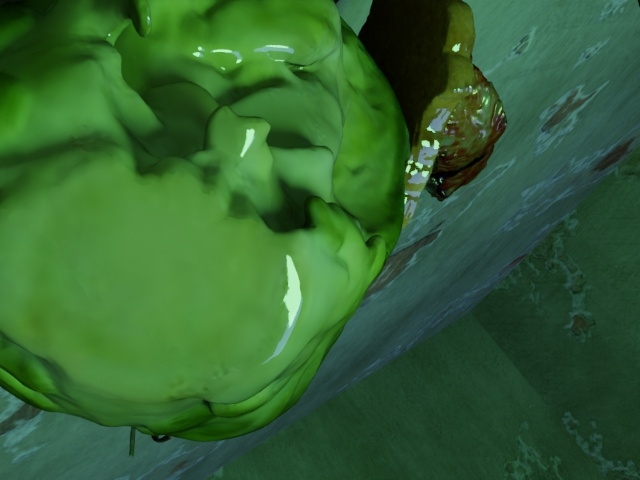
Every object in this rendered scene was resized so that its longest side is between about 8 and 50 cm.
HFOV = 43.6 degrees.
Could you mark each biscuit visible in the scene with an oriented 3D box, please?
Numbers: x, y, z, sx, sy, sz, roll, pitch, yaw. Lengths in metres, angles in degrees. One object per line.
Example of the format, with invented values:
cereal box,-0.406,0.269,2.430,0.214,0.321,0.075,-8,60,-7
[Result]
biscuit,0.066,-0.138,0.626,0.043,0.280,0.183,11,179,-27

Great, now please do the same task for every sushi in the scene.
sushi,0.151,-0.139,1.017,0.124,0.130,0.332,-41,169,-6

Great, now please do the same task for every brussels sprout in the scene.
brussels sprout,-0.086,-0.018,0.514,0.315,0.276,0.371,-46,-172,20

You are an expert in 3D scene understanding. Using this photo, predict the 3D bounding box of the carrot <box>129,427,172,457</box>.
carrot,-0.172,0.089,0.803,0.193,0.214,0.331,-33,166,-8

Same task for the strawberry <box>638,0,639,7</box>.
strawberry,0.424,-0.386,0.879,0.280,0.150,0.253,-49,180,28

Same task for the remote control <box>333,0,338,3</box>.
remote control,-0.013,-0.200,0.671,0.212,0.028,0.059,-46,158,25
